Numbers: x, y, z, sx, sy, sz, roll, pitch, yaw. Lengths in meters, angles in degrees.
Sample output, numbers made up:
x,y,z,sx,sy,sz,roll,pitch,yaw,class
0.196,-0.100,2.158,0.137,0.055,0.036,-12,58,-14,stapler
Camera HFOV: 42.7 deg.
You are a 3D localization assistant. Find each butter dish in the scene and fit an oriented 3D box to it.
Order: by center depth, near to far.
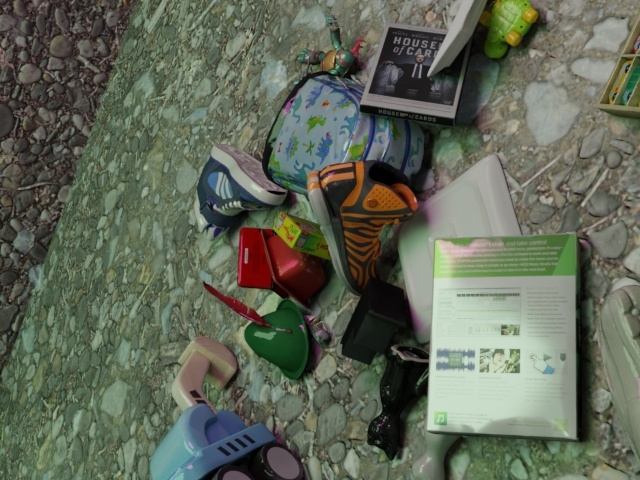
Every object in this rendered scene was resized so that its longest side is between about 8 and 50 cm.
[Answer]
x,y,z,sx,sy,sz,roll,pitch,yaw,class
-0.040,0.044,1.783,0.118,0.160,0.159,-28,50,13,butter dish

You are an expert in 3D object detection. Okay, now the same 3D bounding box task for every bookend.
x,y,z,sx,sy,sz,roll,pitch,yaw,class
0.095,0.173,1.523,0.157,0.072,0.156,-81,13,-70,bookend

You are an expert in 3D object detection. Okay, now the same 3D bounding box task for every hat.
x,y,z,sx,sy,sz,roll,pitch,yaw,class
-0.149,0.209,1.766,0.208,0.184,0.172,47,129,53,hat

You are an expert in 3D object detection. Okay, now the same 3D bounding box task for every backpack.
x,y,z,sx,sy,sz,roll,pitch,yaw,class
0.047,-0.195,1.694,0.356,0.273,0.290,32,96,34,backpack

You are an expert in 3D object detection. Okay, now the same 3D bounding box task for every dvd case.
x,y,z,sx,sy,sz,roll,pitch,yaw,class
0.188,-0.323,1.568,0.180,0.029,0.238,10,56,11,dvd case

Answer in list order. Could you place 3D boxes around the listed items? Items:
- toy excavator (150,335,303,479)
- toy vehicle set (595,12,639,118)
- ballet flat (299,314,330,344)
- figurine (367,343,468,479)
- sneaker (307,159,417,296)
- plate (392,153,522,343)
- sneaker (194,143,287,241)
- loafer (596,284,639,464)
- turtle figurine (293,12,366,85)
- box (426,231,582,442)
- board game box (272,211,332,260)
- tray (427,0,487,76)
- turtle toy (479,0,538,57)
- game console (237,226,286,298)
x,y,z,sx,sy,sz,roll,pitch,yaw,class
-0.244,0.415,1.773,0.445,0.433,0.222,47,116,19,toy excavator
0.522,-0.312,1.229,0.166,0.035,0.266,-124,57,-77,toy vehicle set
-0.013,0.184,1.764,0.114,0.041,0.041,38,106,51,ballet flat
0.173,0.323,1.440,0.215,0.092,0.209,37,113,51,figurine
0.103,-0.019,1.549,0.180,0.321,0.124,-13,45,11,sneaker
0.240,0.013,1.503,0.277,0.045,0.277,-36,50,37,plate
-0.212,-0.085,2.062,0.323,0.130,0.236,40,117,46,sneaker
0.455,0.218,1.115,0.111,0.112,0.319,101,166,-63,loafer
0.013,-0.416,1.905,0.175,0.118,0.234,-64,20,-14,turtle figurine
0.292,0.149,1.298,0.233,0.058,0.321,-2,74,23,box
0.000,0.000,1.695,0.092,0.181,0.043,44,111,50,board game box
0.280,-0.428,1.542,0.270,0.030,0.145,-63,5,-34,tray
0.346,-0.397,1.517,0.095,0.066,0.130,46,117,24,turtle toy
-0.130,0.053,1.867,0.085,0.124,0.143,119,153,-65,game console
